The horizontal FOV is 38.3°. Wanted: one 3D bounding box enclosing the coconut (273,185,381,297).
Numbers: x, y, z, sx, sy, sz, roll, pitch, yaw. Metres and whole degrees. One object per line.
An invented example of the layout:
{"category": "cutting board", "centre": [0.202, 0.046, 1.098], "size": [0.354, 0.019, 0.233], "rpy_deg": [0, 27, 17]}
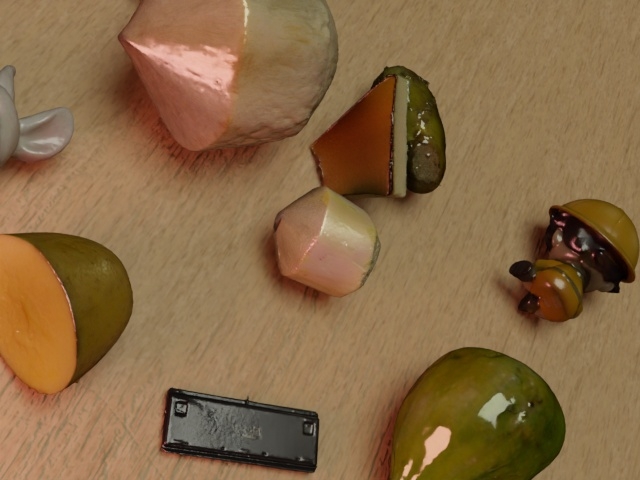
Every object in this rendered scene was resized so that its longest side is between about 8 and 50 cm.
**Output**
{"category": "coconut", "centre": [0.000, 0.000, 1.372], "size": [0.152, 0.147, 0.147], "rpy_deg": [28, 56, -18]}

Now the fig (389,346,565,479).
{"category": "fig", "centre": [0.210, 0.288, 1.304], "size": [0.233, 0.233, 0.314], "rpy_deg": [49, 44, -2]}

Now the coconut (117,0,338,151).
{"category": "coconut", "centre": [-0.139, -0.281, 1.332], "size": [0.328, 0.329, 0.329], "rpy_deg": [13, 62, -25]}

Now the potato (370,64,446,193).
{"category": "potato", "centre": [0.155, -0.186, 1.553], "size": [0.113, 0.149, 0.251], "rpy_deg": [-19, 58, -1]}

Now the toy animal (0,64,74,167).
{"category": "toy animal", "centre": [-0.486, -0.145, 1.157], "size": [0.208, 0.154, 0.325], "rpy_deg": [38, 30, 16]}

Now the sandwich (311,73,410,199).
{"category": "sandwich", "centre": [0.063, -0.163, 1.487], "size": [0.058, 0.162, 0.193], "rpy_deg": [10, 82, -54]}

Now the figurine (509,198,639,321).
{"category": "figurine", "centre": [0.455, 0.036, 1.609], "size": [0.192, 0.167, 0.257], "rpy_deg": [52, 54, -16]}

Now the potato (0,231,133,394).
{"category": "potato", "centre": [-0.311, 0.074, 1.155], "size": [0.203, 0.178, 0.158], "rpy_deg": [43, 33, 24]}

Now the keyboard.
{"category": "keyboard", "centre": [-0.105, 0.259, 1.260], "size": [0.230, 0.025, 0.094], "rpy_deg": [15, 63, -24]}
